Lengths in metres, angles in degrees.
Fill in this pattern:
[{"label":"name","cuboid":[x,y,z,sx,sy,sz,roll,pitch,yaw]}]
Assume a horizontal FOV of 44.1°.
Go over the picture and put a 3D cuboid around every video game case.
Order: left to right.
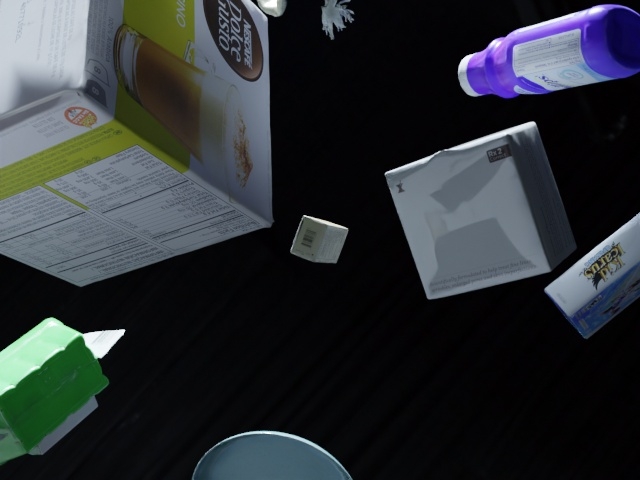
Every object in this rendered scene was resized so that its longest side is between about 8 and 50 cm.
[{"label":"video game case","cuboid":[0.474,0.041,1.215,0.061,0.244,0.269,52,10,25]}]

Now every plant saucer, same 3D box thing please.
[{"label":"plant saucer","cuboid":[-0.078,0.469,1.442,0.317,0.317,0.044,45,24,-11]}]

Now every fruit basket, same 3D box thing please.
[{"label":"fruit basket","cuboid":[-0.546,0.271,1.386,0.353,0.327,0.166,-16,-72,42]}]

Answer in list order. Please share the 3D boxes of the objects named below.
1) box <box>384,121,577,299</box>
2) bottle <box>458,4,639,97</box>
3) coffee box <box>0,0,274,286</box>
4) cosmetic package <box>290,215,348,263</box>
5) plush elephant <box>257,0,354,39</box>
[{"label":"box","cuboid":[0.209,-0.038,1.031,0.119,0.180,0.182,-23,95,-54]},{"label":"bottle","cuboid":[0.323,-0.263,1.146,0.118,0.092,0.282,4,-3,-36]},{"label":"coffee box","cuboid":[-0.285,-0.179,0.992,0.334,0.338,0.338,35,45,-51]},{"label":"cosmetic package","cuboid":[0.000,0.000,1.166,0.041,0.060,0.115,21,2,17]},{"label":"plush elephant","cuboid":[-0.038,-0.568,1.535,0.255,0.271,0.330,-115,-178,-67]}]
